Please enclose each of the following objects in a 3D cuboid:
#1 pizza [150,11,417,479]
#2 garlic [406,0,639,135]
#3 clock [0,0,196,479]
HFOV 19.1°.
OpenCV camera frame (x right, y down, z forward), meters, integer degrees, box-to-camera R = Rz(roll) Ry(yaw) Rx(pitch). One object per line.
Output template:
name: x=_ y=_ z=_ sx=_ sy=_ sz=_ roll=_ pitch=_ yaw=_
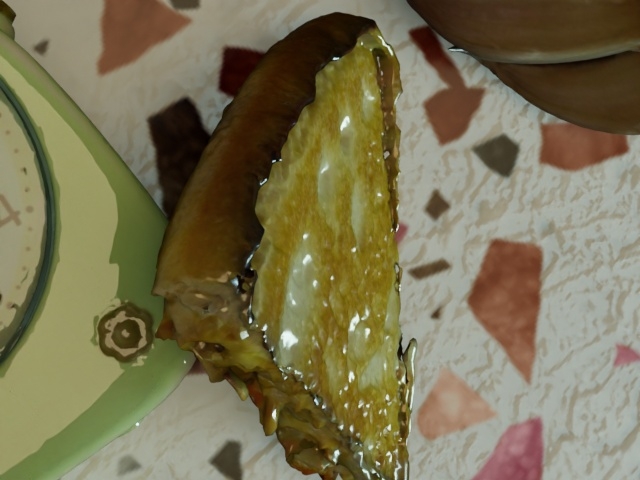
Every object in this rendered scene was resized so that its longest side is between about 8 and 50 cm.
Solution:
pizza: x=0.000 y=0.000 z=1.058 sx=0.074 sy=0.288 sz=0.251 roll=3 pitch=60 yaw=22
garlic: x=0.148 y=-0.171 z=1.069 sx=0.191 sy=0.214 sz=0.160 roll=9 pitch=72 yaw=28
clock: x=-0.252 y=-0.008 z=1.005 sx=0.286 sy=0.117 sz=0.348 roll=-34 pitch=100 yaw=-9
